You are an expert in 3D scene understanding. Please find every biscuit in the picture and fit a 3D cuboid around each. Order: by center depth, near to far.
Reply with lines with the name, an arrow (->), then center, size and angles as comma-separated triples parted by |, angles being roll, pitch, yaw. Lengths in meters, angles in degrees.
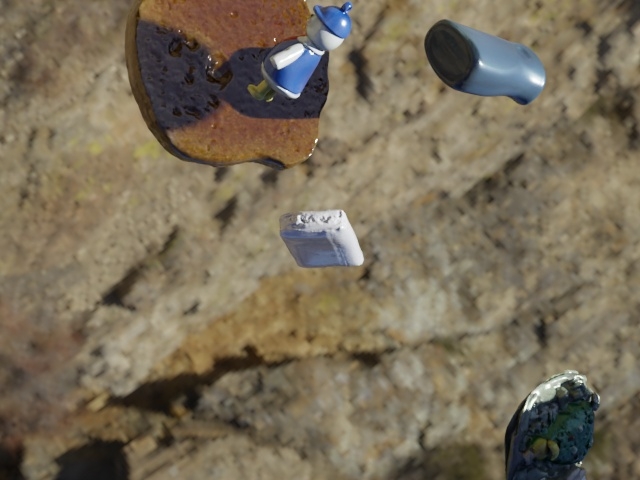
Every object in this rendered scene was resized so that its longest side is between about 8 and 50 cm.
biscuit -> -0.112, -0.221, 1.674 | 0.257, 0.272, 0.049 | 4, 168, -22

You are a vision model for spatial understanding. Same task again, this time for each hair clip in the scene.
hair clip -> 0.205, 0.282, 1.328 | 0.138, 0.091, 0.321 | -18, 133, -42

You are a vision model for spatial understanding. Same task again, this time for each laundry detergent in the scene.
laundry detergent -> 0.211, -0.212, 1.661 | 0.206, 0.096, 0.061 | 3, 132, -51

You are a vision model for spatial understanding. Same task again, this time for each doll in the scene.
doll -> -0.017, -0.199, 1.437 | 0.143, 0.057, 0.099 | -43, 168, 22

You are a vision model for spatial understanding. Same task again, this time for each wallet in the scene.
wallet -> 0.000, 0.000, 1.786 | 0.095, 0.033, 0.190 | -5, 163, 9
